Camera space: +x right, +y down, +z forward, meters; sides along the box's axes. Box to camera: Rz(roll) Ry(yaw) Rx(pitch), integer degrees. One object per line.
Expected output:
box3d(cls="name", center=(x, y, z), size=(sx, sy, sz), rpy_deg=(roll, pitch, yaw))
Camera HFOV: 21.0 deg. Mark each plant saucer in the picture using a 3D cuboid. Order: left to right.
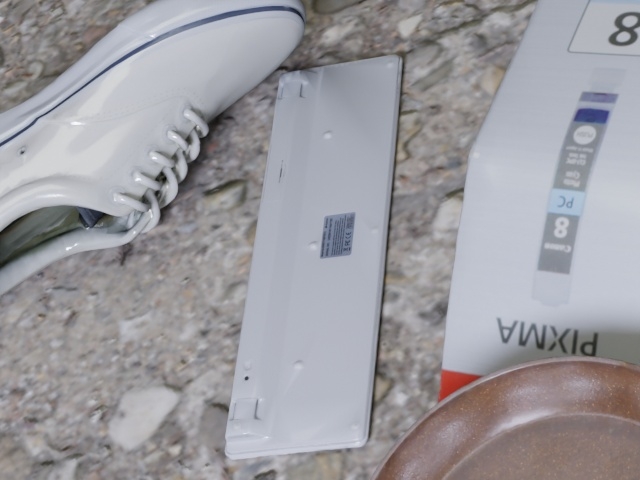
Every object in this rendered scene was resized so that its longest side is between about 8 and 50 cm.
box3d(cls="plant saucer", center=(0.090, 0.124, 0.676), size=(0.168, 0.029, 0.168), rpy_deg=(-17, 49, 21))

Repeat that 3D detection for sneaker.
box3d(cls="sneaker", center=(-0.108, -0.046, 0.937), size=(0.258, 0.094, 0.091), rpy_deg=(-34, 65, -1))

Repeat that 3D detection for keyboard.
box3d(cls="keyboard", center=(0.000, 0.000, 0.893), size=(0.072, 0.014, 0.256), rpy_deg=(-4, 50, 13))

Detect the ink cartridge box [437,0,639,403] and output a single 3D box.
box3d(cls="ink cartridge box", center=(0.193, 0.037, 0.725), size=(0.308, 0.091, 0.385), rpy_deg=(8, 54, 28))
